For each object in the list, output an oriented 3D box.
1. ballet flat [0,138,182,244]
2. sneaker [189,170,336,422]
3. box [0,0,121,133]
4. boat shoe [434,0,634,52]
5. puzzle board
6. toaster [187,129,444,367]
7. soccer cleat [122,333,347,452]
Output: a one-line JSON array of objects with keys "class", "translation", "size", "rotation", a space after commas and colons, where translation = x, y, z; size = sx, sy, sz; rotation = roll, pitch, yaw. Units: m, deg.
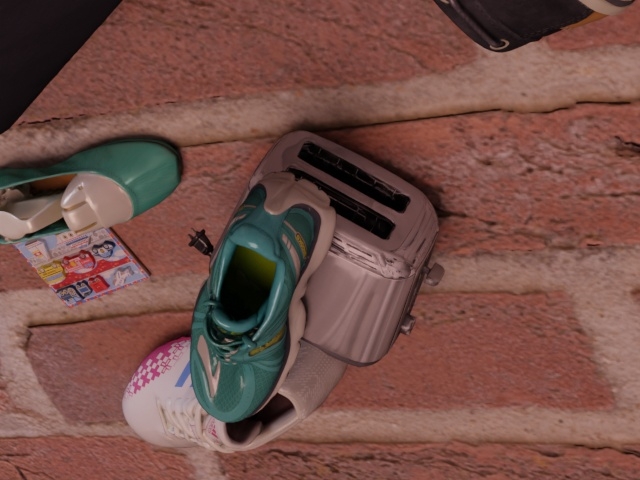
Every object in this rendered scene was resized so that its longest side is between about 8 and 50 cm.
[{"class": "ballet flat", "translation": [-0.244, -0.036, 1.897], "size": [0.247, 0.087, 0.083], "rotation": [-9, 126, 33]}, {"class": "sneaker", "translation": [-0.072, 0.061, 1.705], "size": [0.107, 0.110, 0.275], "rotation": [25, 131, 11]}, {"class": "box", "translation": [-0.373, -0.307, 1.407], "size": [0.472, 0.297, 0.480], "rotation": [54, 143, 0]}, {"class": "boat shoe", "translation": [0.027, -0.316, 1.424], "size": [0.500, 0.187, 0.156], "rotation": [39, 131, -20]}, {"class": "puzzle board", "translation": [-0.248, 0.021, 2.010], "size": [0.128, 0.011, 0.096], "rotation": [-20, 120, 38]}, {"class": "toaster", "translation": [0.000, 0.000, 1.781], "size": [0.227, 0.129, 0.146], "rotation": [30, 134, 4]}, {"class": "soccer cleat", "translation": [-0.109, 0.161, 1.976], "size": [0.116, 0.143, 0.331], "rotation": [45, 135, -18]}]
